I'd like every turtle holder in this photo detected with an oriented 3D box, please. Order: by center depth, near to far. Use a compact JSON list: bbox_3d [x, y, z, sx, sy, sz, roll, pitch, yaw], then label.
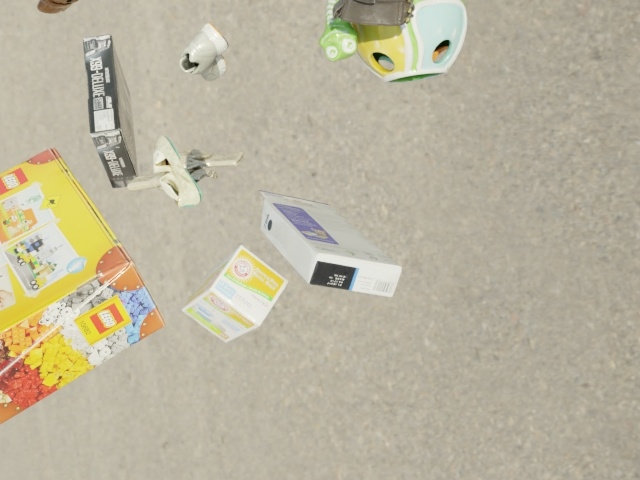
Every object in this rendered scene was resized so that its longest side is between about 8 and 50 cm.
[{"bbox_3d":[0.163,-0.440,1.648,0.243,0.320,0.227,-6,96,27],"label":"turtle holder"}]

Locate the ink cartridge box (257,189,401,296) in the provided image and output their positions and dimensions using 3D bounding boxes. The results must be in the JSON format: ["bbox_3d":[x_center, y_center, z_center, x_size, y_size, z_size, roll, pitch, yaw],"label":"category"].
[{"bbox_3d":[0.000,0.000,1.477,0.333,0.165,0.065,47,124,60],"label":"ink cartridge box"}]

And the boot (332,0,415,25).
[{"bbox_3d":[0.151,-0.459,1.376,0.229,0.263,0.091,89,-179,-58],"label":"boot"}]

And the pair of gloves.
[{"bbox_3d":[-0.306,-0.169,1.879,0.204,0.240,0.042,1,113,21],"label":"pair of gloves"}]

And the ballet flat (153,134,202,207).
[{"bbox_3d":[-0.263,-0.122,1.426,0.168,0.052,0.057,53,146,30],"label":"ballet flat"}]

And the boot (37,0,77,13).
[{"bbox_3d":[-0.703,-0.688,2.177,0.220,0.283,0.109,-26,99,34],"label":"boot"}]

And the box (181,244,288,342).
[{"bbox_3d":[-0.160,0.102,1.499,0.114,0.103,0.203,38,154,-10],"label":"box"}]

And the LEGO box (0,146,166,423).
[{"bbox_3d":[-0.603,0.067,1.676,0.500,0.372,0.193,45,159,43],"label":"LEGO box"}]

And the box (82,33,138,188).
[{"bbox_3d":[-0.531,-0.324,2.078,0.242,0.076,0.307,89,169,-61],"label":"box"}]

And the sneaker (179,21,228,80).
[{"bbox_3d":[-0.316,-0.469,2.123,0.099,0.121,0.262,50,167,4],"label":"sneaker"}]
